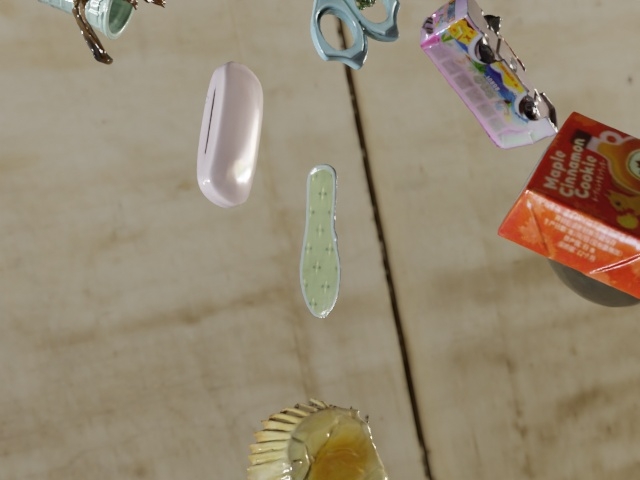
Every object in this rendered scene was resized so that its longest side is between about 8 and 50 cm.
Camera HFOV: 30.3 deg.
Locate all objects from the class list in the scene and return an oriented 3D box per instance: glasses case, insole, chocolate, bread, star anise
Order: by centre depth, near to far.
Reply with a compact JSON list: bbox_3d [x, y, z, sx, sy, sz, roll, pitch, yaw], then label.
[{"bbox_3d":[0.417,-0.062,1.749,0.234,0.108,0.237,26,-128,15],"label":"chocolate"},{"bbox_3d":[-0.002,0.467,2.038,0.236,0.389,0.183,-7,-177,-24],"label":"bread"},{"bbox_3d":[-0.340,-0.483,2.110,0.237,0.346,0.148,21,-178,36],"label":"star anise"},{"bbox_3d":[-0.170,-0.203,2.245,0.075,0.297,0.113,-16,147,38],"label":"glasses case"},{"bbox_3d":[0.000,0.000,2.453,0.109,0.322,0.007,-3,173,37],"label":"insole"}]

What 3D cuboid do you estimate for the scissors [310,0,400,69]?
[{"bbox_3d":[-0.008,-0.450,1.918,0.191,0.360,0.029,-40,-171,-30],"label":"scissors"}]

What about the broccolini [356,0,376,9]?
[{"bbox_3d":[0.013,-0.424,1.990,0.194,0.054,0.052,4,-175,-14],"label":"broccolini"}]

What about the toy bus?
[{"bbox_3d":[0.275,-0.267,1.905,0.112,0.274,0.090,-27,-149,27],"label":"toy bus"}]

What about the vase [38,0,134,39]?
[{"bbox_3d":[-0.532,-0.521,2.379,0.299,0.143,0.143,21,-175,7],"label":"vase"}]

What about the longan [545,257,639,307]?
[{"bbox_3d":[0.505,-0.028,2.078,0.243,0.300,0.300,-8,-179,13],"label":"longan"}]
